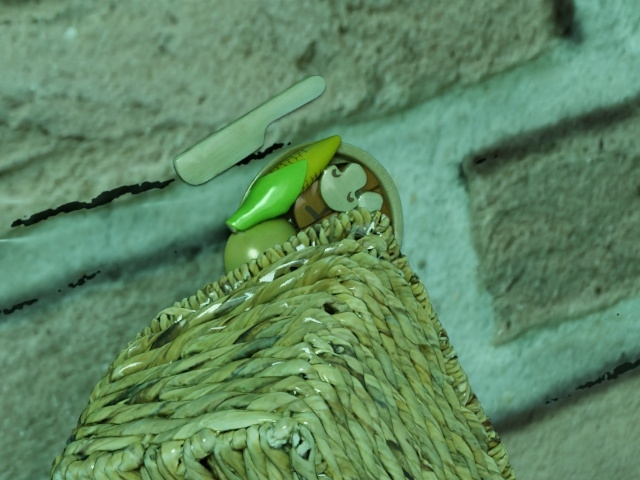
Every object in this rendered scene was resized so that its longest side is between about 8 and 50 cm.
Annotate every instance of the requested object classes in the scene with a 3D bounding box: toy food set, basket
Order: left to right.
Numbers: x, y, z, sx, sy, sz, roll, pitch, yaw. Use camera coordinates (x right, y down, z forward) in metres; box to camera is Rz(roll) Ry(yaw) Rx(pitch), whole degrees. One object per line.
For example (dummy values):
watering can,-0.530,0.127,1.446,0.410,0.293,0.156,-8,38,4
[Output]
basket,-0.017,0.169,0.973,0.299,0.214,0.223,61,28,-27
toy food set,0.000,0.000,0.995,0.132,0.038,0.192,-35,114,-16
